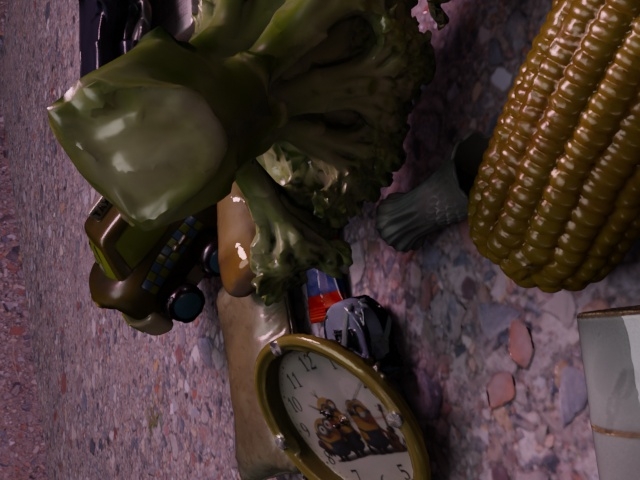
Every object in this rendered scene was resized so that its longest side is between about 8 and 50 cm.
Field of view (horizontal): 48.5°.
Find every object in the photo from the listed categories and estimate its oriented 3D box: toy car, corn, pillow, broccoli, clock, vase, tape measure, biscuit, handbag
[{"bbox_3d":[-0.259,-0.002,1.062,0.248,0.198,0.204,-55,38,-2],"label":"toy car"},{"bbox_3d":[0.206,-0.121,0.459,0.131,0.131,0.344,52,130,44],"label":"corn"},{"bbox_3d":[-0.080,0.176,0.956,0.185,0.075,0.302,-36,57,50],"label":"pillow"},{"bbox_3d":[-0.051,-0.156,0.566,0.275,0.397,0.353,-23,73,21],"label":"broccoli"},{"bbox_3d":[0.028,0.191,0.759,0.237,0.057,0.237,26,133,31],"label":"clock"},{"bbox_3d":[0.110,-0.036,0.659,0.149,0.081,0.081,-31,64,57],"label":"vase"},{"bbox_3d":[0.044,0.108,0.779,0.091,0.054,0.094,-38,70,54],"label":"tape measure"},{"bbox_3d":[-0.080,-0.096,0.919,0.237,0.062,0.290,127,148,-45],"label":"biscuit"},{"bbox_3d":[-0.304,-0.263,1.084,0.269,0.118,0.325,-166,75,-64],"label":"handbag"}]

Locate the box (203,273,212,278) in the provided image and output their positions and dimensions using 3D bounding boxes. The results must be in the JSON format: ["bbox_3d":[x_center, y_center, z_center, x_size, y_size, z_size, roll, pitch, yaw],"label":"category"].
[{"bbox_3d":[-0.251,0.015,1.250,0.207,0.050,0.041,34,120,53],"label":"box"}]

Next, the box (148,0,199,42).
[{"bbox_3d":[-0.219,-0.395,1.146,0.299,0.106,0.200,-4,87,59],"label":"box"}]

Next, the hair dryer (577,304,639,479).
[{"bbox_3d":[0.303,0.105,0.345,0.357,0.107,0.173,-14,81,51],"label":"hair dryer"}]

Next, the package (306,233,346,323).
[{"bbox_3d":[0.000,0.000,0.878,0.083,0.022,0.200,-19,75,57],"label":"package"}]

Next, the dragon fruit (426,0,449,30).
[{"bbox_3d":[0.127,-0.288,0.572,0.135,0.137,0.236,10,100,63],"label":"dragon fruit"}]
